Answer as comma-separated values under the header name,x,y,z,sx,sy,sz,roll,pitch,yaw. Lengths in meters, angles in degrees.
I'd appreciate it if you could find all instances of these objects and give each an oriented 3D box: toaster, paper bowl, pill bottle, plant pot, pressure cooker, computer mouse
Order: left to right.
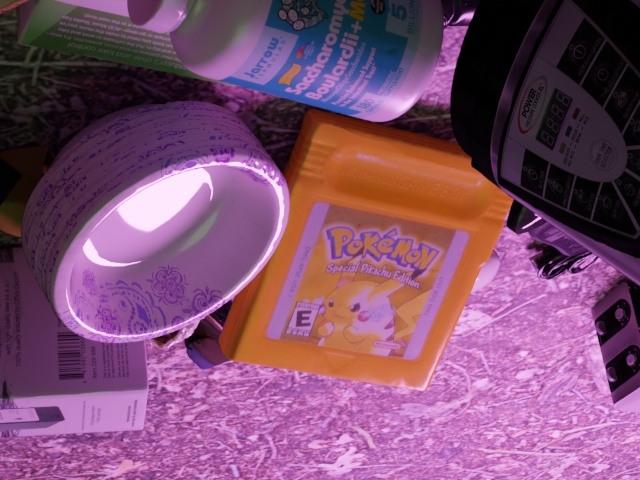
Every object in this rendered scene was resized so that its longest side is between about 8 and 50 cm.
name,x,y,z,sx,sy,sz,roll,pitch,yaw
plant pot,-0.340,-0.053,1.535,0.083,0.081,0.081,2,149,9
paper bowl,-0.187,-0.034,1.493,0.284,0.148,0.284,-24,147,-17
pill bottle,-0.032,-0.201,1.218,0.264,0.146,0.146,11,142,-30
computer mouse,0.329,-0.035,1.763,0.188,0.072,0.272,-23,158,16
toaster,0.499,0.161,2.021,0.186,0.168,0.110,11,145,-28
pressure cooker,0.322,-0.149,1.259,0.370,0.420,0.375,-48,153,-6

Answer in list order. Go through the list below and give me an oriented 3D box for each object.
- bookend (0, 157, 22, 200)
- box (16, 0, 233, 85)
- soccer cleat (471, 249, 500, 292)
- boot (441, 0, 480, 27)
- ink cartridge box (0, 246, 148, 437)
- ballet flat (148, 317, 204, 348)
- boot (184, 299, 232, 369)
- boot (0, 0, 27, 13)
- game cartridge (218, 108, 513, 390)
name,x,y,z,sx,sy,sz,roll,pitch,yaw
bookend,-0.420,-0.060,1.453,0.157,0.072,0.156,39,140,-9
box,-0.123,-0.278,1.263,0.232,0.058,0.322,9,142,-27
soccer cleat,0.080,0.087,1.806,0.331,0.143,0.116,-8,148,-4
boot,0.137,-0.230,1.422,0.099,0.045,0.121,-8,150,-15
ink cartridge box,-0.363,0.122,1.680,0.289,0.211,0.121,-1,148,-12
ballet flat,-0.167,0.044,1.678,0.091,0.077,0.241,23,130,10
boot,-0.156,0.124,1.858,0.106,0.082,0.219,-24,147,16
boot,-0.246,-0.295,1.070,0.262,0.095,0.203,-28,109,9
game cartridge,0.061,0.021,1.643,0.285,0.052,0.323,11,116,-23
